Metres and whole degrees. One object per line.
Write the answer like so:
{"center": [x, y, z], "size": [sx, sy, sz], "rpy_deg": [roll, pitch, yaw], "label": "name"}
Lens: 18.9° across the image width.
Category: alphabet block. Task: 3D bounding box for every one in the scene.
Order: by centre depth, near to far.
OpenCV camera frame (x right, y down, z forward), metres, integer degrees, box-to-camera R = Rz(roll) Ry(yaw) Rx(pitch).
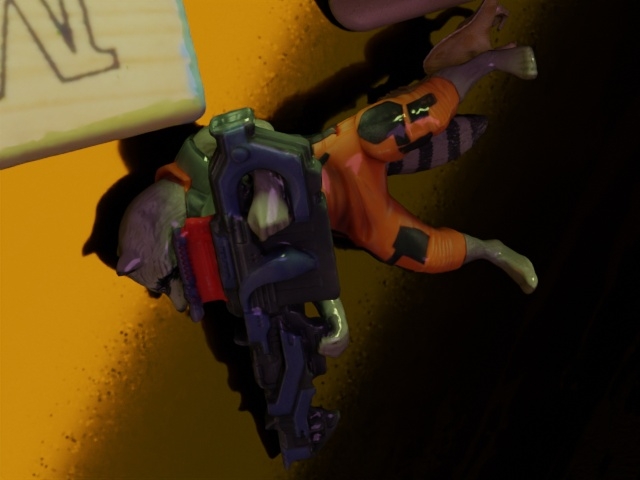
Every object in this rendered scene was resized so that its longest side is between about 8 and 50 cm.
{"center": [-0.214, -0.158, 1.359], "size": [0.197, 0.192, 0.193], "rpy_deg": [-16, 99, -18], "label": "alphabet block"}

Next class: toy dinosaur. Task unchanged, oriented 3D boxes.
{"center": [0.121, -0.158, 1.510], "size": [0.092, 0.053, 0.183], "rpy_deg": [-5, 141, -50], "label": "toy dinosaur"}

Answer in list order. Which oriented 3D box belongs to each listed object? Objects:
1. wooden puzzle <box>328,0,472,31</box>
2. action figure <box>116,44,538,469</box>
{"center": [0.169, -0.308, 1.429], "size": [0.322, 0.348, 0.081], "rpy_deg": [-18, 70, -16], "label": "wooden puzzle"}
{"center": [0.000, 0.000, 1.498], "size": [0.330, 0.178, 0.341], "rpy_deg": [-8, 128, -12], "label": "action figure"}
